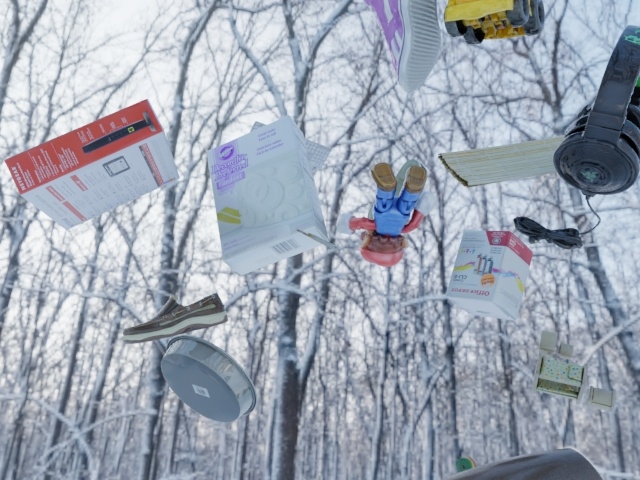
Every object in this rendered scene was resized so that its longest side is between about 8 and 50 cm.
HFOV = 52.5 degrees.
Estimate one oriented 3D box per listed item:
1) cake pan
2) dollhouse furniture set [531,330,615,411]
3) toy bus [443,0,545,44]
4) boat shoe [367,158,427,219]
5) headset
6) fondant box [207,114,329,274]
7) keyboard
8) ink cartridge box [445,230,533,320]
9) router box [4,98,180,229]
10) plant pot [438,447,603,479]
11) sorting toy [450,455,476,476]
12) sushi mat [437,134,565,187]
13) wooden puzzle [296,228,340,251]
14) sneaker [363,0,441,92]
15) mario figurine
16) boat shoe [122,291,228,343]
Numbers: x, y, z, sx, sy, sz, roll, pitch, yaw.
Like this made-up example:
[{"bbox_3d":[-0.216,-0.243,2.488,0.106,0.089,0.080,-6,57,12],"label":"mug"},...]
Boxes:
[{"bbox_3d":[-0.304,0.376,1.716,0.293,0.054,0.293,19,-46,21],"label":"cake pan"},{"bbox_3d":[0.613,0.293,1.546,0.182,0.161,0.101,10,-40,19],"label":"dollhouse furniture set"},{"bbox_3d":[0.327,-0.488,1.213,0.150,0.211,0.220,3,9,33],"label":"toy bus"},{"bbox_3d":[0.228,-0.129,1.894,0.227,0.081,0.069,-51,-41,11],"label":"boat shoe"},{"bbox_3d":[0.454,-0.163,1.099,0.185,0.243,0.394,19,-59,25],"label":"headset"},{"bbox_3d":[-0.134,-0.111,1.566,0.238,0.330,0.096,-21,-31,14],"label":"fondant box"},{"bbox_3d":[-0.088,-0.268,1.838,0.256,0.014,0.072,15,-68,-31],"label":"keyboard"},{"bbox_3d":[0.395,0.081,1.516,0.128,0.176,0.127,2,-23,44],"label":"ink cartridge box"},{"bbox_3d":[-0.476,-0.154,1.421,0.301,0.082,0.335,-26,-7,-12],"label":"router box"},{"bbox_3d":[0.308,0.414,0.967,0.231,0.215,0.215,-24,-21,-11],"label":"plant pot"},{"bbox_3d":[0.376,0.704,1.687,0.046,0.274,0.132,2,24,-43],"label":"sorting toy"},{"bbox_3d":[0.400,-0.161,1.269,0.317,0.151,0.019,-10,-57,-11],"label":"sushi mat"},{"bbox_3d":[0.000,0.000,1.069,0.083,0.006,0.049,28,-3,-31],"label":"wooden puzzle"},{"bbox_3d":[0.155,-0.441,1.308,0.161,0.102,0.282,40,-24,31],"label":"sneaker"},{"bbox_3d":[0.164,-0.074,1.639,0.198,0.170,0.320,33,-38,17],"label":"mario figurine"},{"bbox_3d":[-0.354,0.181,1.560,0.258,0.095,0.095,-10,-6,-35],"label":"boat shoe"}]
